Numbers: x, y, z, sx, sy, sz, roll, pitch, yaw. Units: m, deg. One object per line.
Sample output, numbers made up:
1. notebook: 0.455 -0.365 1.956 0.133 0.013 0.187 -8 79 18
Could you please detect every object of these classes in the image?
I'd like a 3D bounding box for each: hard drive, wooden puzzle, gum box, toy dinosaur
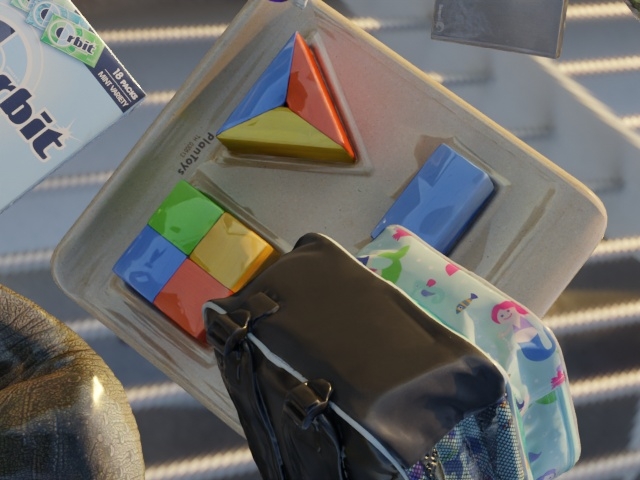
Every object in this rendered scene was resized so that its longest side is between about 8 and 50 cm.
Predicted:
1. hard drive: 0.182 -0.241 1.927 0.022 0.135 0.094 -26 125 -65
2. wooden puzzle: 0.000 0.000 1.509 0.322 0.348 0.080 -52 167 -3
3. gum box: -0.266 -0.124 1.595 0.184 0.041 0.157 -40 94 -19
4. toy dinosaur: -0.147 0.130 0.934 0.160 0.313 0.121 -2 158 5

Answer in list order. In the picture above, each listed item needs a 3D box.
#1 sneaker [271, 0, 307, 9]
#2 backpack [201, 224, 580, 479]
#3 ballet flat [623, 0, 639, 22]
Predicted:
1. sneaker: -0.072 -0.220 0.932 0.293 0.146 0.102 61 47 -65
2. backpack: 0.052 0.131 1.244 0.191 0.225 0.253 -30 129 -23
3. ballet flat: 0.293 -0.171 1.409 0.222 0.077 0.079 9 141 -19
